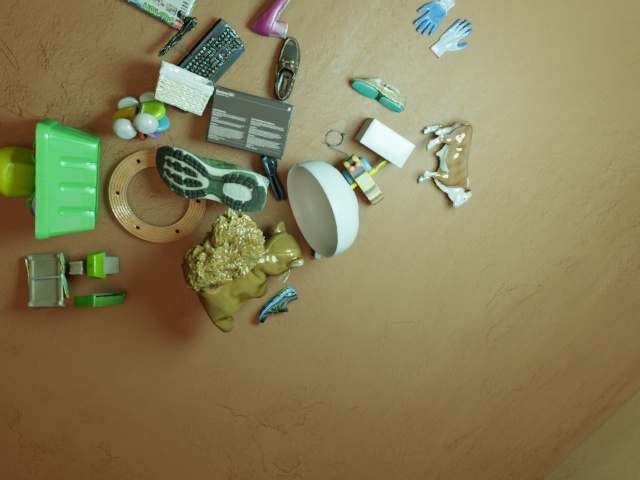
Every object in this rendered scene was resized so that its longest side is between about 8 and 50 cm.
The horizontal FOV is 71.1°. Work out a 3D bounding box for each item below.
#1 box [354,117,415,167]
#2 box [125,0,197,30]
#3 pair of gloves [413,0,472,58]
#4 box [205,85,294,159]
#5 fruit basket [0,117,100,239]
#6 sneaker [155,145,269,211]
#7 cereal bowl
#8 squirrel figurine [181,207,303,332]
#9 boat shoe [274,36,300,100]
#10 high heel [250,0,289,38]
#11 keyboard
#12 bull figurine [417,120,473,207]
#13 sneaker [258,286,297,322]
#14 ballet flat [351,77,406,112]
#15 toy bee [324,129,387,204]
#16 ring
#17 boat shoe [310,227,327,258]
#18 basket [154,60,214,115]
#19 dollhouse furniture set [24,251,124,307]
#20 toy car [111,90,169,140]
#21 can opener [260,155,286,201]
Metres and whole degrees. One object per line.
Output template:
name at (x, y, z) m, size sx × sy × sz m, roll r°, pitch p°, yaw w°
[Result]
box at (0.220, -0.341, 1.553) m, size 0.171 × 0.130 × 0.091 m, roll 30°, pitch 103°, yaw -13°
box at (-0.510, -0.761, 1.412) m, size 0.207 × 0.036 × 0.114 m, roll 26°, pitch 103°, yaw -12°
pair of gloves at (0.418, -0.720, 1.512) m, size 0.159 × 0.023 × 0.198 m, roll -40°, pitch 105°, yaw 8°
box at (-0.236, -0.397, 1.512) m, size 0.262 × 0.103 × 0.184 m, roll 13°, pitch 109°, yaw -8°
fruit basket at (-0.918, -0.209, 1.444) m, size 0.393 × 0.283 × 0.391 m, roll -8°, pitch 112°, yaw -21°
sneaker at (-0.358, -0.218, 1.528) m, size 0.411 × 0.182 × 0.157 m, roll 22°, pitch 114°, yaw 3°
cereal bowl at (0.025, -0.118, 1.519) m, size 0.141 × 0.339 × 0.338 m, roll -24°, pitch 109°, yaw -23°
squirrel figurine at (-0.250, 0.074, 1.514) m, size 0.371 × 0.280 × 0.397 m, roll -23°, pitch 151°, yaw -2°
boat shoe at (-0.109, -0.567, 1.488) m, size 0.073 × 0.073 × 0.206 m, roll 8°, pitch 105°, yaw -6°
high heel at (-0.145, -0.776, 1.423) m, size 0.117 × 0.082 × 0.243 m, roll 11°, pitch 114°, yaw -7°
keyboard at (-0.415, -0.590, 1.456) m, size 0.317 × 0.033 × 0.202 m, roll -45°, pitch 118°, yaw 8°
bull figurine at (0.459, -0.272, 1.610) m, size 0.189 × 0.101 × 0.309 m, roll 0°, pitch 107°, yaw -3°
sneaker at (-0.166, 0.260, 1.736) m, size 0.188 × 0.067 × 0.078 m, roll -40°, pitch 100°, yaw 4°
ballet flat at (0.206, -0.515, 1.543) m, size 0.206 × 0.073 × 0.067 m, roll 26°, pitch 76°, yaw -15°
toy bee at (0.122, -0.231, 1.564) m, size 0.299 × 0.162 × 0.195 m, roll 30°, pitch 104°, yaw -13°
ring at (-0.575, -0.155, 1.595) m, size 0.338 × 0.032 × 0.335 m, roll -2°, pitch 106°, yaw -5°
boat shoe at (0.000, 0.000, 1.684) m, size 0.040 × 0.049 × 0.142 m, roll 27°, pitch 100°, yaw 27°
basket at (-0.438, -0.481, 1.426) m, size 0.168 × 0.113 × 0.103 m, roll 15°, pitch 115°, yaw -27°
dollhouse furniture set at (-0.897, 0.145, 1.641) m, size 0.302 × 0.151 × 0.197 m, roll -3°, pitch 87°, yaw 14°
toy car at (-0.580, -0.390, 1.471) m, size 0.182 × 0.159 × 0.136 m, roll -11°, pitch 146°, yaw 11°
can opener at (-0.171, -0.221, 1.596) m, size 0.059 × 0.073 × 0.185 m, roll 6°, pitch 128°, yaw 35°
